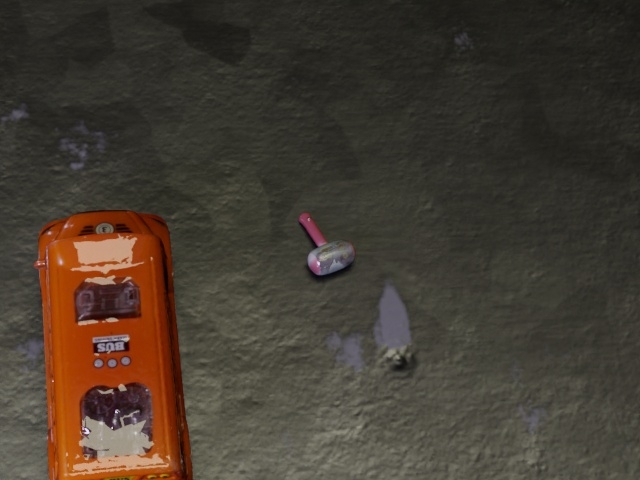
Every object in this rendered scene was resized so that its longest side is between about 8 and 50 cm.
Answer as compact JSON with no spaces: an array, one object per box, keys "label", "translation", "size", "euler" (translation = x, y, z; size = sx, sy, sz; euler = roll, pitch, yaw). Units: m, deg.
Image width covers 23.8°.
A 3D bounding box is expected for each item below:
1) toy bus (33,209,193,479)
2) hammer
[{"label":"toy bus","translation":[-0.204,0.102,1.482],"size":[0.143,0.153,0.329],"euler":[-4,60,-7]},{"label":"hammer","translation":[0.000,0.000,1.639],"size":[0.053,0.031,0.083],"euler":[-20,53,-20]}]
